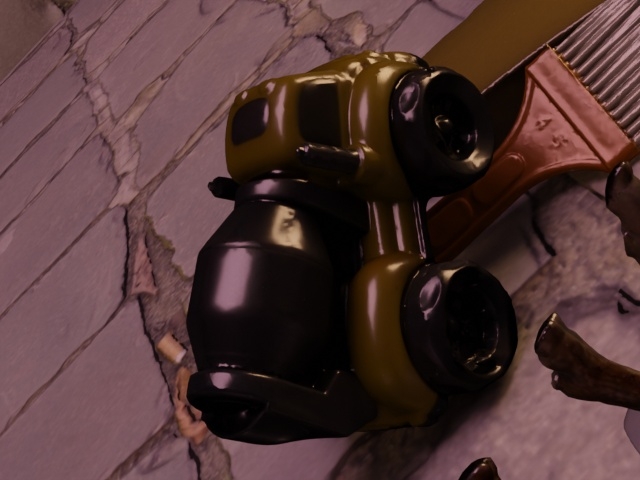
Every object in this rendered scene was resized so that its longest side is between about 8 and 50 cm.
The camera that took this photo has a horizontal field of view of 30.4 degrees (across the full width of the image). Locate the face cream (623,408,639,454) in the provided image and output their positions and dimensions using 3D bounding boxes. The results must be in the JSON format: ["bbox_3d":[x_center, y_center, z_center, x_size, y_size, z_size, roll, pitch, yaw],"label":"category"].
[{"bbox_3d":[0.174,0.057,0.411,0.104,0.117,0.117,-52,25,11],"label":"face cream"}]

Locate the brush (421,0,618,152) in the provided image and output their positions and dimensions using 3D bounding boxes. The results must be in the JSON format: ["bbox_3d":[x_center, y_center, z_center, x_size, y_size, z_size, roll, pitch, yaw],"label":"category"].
[{"bbox_3d":[0.145,-0.128,0.778,0.197,0.059,0.123,-38,25,19],"label":"brush"}]

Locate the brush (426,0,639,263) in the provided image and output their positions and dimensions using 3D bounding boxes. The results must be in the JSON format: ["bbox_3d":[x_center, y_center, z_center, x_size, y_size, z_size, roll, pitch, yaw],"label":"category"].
[{"bbox_3d":[0.096,-0.025,0.718,0.314,0.017,0.090,-43,61,19],"label":"brush"}]

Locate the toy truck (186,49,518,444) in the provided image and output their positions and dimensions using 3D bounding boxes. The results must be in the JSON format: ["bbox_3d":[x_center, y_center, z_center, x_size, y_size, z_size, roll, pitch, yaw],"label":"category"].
[{"bbox_3d":[0.000,0.000,0.651,0.147,0.165,0.224,-15,72,48],"label":"toy truck"}]

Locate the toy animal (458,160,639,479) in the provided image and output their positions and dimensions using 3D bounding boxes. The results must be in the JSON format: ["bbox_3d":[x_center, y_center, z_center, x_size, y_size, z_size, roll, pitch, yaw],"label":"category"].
[{"bbox_3d":[0.176,0.081,0.324,0.243,0.260,0.087,-66,-7,24],"label":"toy animal"}]
